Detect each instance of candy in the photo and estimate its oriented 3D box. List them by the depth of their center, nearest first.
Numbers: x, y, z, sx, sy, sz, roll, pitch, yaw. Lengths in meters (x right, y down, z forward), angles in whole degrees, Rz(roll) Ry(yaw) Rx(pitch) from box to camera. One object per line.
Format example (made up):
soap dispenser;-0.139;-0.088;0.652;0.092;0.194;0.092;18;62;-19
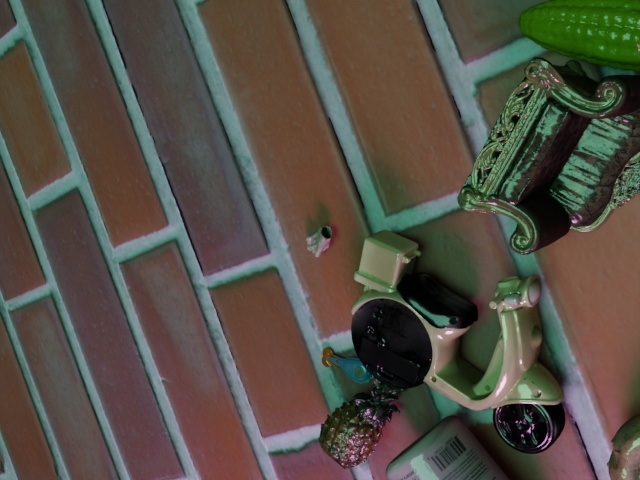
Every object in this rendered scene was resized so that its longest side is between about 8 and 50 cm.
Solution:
candy;0.366;-0.286;1.047;0.209;0.096;0.097;19;111;35

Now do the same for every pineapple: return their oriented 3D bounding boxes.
pineapple;0.079;0.307;1.367;0.108;0.108;0.198;41;107;19

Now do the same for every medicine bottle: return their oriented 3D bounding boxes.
medicine bottle;0.248;0.438;1.241;0.289;0.157;0.157;51;122;13

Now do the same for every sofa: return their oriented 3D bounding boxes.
sofa;0.336;-0.109;1.040;0.182;0.200;0.258;36;116;24

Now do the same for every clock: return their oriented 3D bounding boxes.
clock;0.218;0.150;1.226;0.379;0.120;0.277;20;116;29

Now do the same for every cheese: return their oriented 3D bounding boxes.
cheese;0.049;0.228;1.409;0.111;0.017;0.047;18;107;29

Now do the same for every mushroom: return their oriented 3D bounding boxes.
mushroom;0.485;0.321;1.082;0.166;0.127;0.166;5;98;35

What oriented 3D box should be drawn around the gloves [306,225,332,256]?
gloves;0.002;0.001;1.374;0.081;0.037;0.044;-33;45;49
